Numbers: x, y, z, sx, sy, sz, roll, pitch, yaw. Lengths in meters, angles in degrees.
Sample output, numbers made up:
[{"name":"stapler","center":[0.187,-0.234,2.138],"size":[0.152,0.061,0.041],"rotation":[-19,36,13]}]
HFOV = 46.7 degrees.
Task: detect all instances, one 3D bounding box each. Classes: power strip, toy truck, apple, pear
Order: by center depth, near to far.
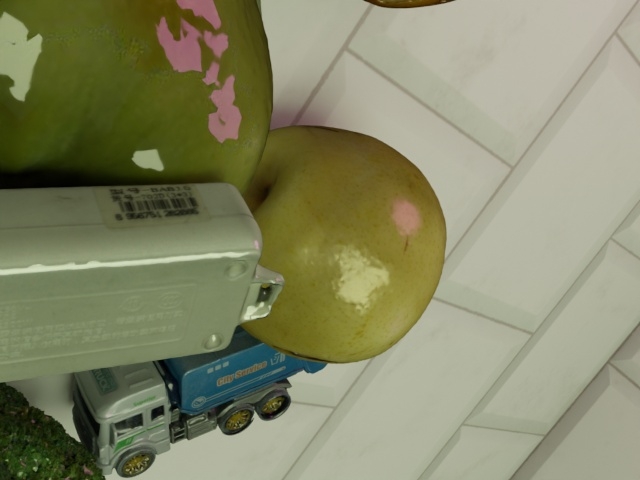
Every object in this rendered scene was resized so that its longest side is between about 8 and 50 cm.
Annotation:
[{"name":"power strip","center":[-0.180,0.026,0.362],"size":[0.338,0.058,0.098],"rotation":[-4,136,-29]},{"name":"apple","center":[-0.260,-0.140,0.515],"size":[0.473,0.473,0.474],"rotation":[-22,135,-24]},{"name":"pear","center":[0.000,0.000,0.939],"size":[0.309,0.309,0.309],"rotation":[-22,135,-24]},{"name":"toy truck","center":[-0.168,0.188,1.066],"size":[0.367,0.146,0.175],"rotation":[-19,134,-28]}]

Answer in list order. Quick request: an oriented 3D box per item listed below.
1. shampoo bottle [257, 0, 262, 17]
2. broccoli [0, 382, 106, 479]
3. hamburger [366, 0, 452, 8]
[{"name":"shampoo bottle","center":[-0.103,-0.245,0.807],"size":[0.079,0.079,0.162],"rotation":[-23,136,-23]},{"name":"broccoli","center":[-0.414,0.312,0.843],"size":[0.321,0.310,0.413],"rotation":[-18,168,-48]},{"name":"hamburger","center":[0.129,-0.368,0.794],"size":[0.245,0.261,0.211],"rotation":[0,121,8]}]
